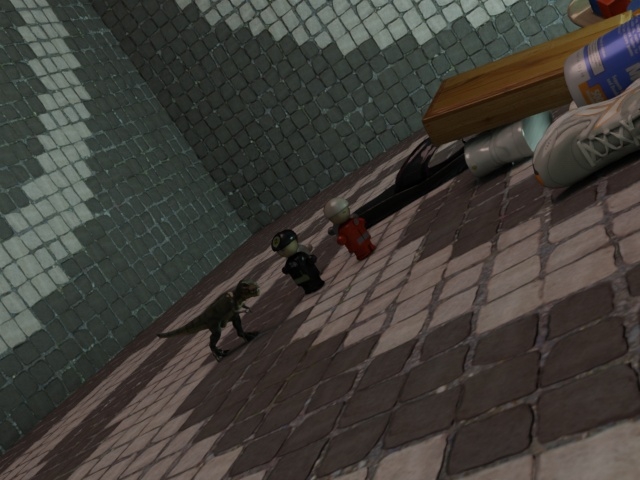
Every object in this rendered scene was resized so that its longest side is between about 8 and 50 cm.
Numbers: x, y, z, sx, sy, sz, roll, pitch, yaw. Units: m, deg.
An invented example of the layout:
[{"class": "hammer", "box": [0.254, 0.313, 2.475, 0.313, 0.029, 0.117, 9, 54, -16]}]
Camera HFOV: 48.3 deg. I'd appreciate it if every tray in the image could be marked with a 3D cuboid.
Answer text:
[{"class": "tray", "box": [0.422, -0.326, 1.447, 0.411, 0.076, 0.202, -16, 28, 34]}]

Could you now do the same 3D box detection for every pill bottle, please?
[{"class": "pill bottle", "box": [0.535, -0.287, 1.106, 0.272, 0.152, 0.152, -28, 9, 38]}]

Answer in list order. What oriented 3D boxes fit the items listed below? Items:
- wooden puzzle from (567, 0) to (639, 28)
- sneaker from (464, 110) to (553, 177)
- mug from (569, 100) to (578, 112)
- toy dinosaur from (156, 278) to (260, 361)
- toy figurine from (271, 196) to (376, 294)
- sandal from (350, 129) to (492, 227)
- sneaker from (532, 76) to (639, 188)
[{"class": "wooden puzzle", "box": [0.737, -0.538, 1.514, 0.322, 0.080, 0.347, -33, 36, 8]}, {"class": "sneaker", "box": [0.396, -0.234, 1.537, 0.169, 0.108, 0.292, -25, 13, 36]}, {"class": "mug", "box": [0.497, -0.226, 1.296, 0.062, 0.078, 0.064, 2, -6, -36]}, {"class": "toy dinosaur", "box": [-0.205, 0.176, 1.482, 0.268, 0.118, 0.064, -32, 8, 20]}, {"class": "toy figurine", "box": [0.000, 0.000, 1.596, 0.213, 0.148, 0.209, -34, 8, 2]}, {"class": "sandal", "box": [0.242, -0.176, 1.824, 0.446, 0.107, 0.167, -32, 8, 11]}, {"class": "sneaker", "box": [0.424, -0.159, 1.007, 0.263, 0.099, 0.121, -35, 12, 6]}]
